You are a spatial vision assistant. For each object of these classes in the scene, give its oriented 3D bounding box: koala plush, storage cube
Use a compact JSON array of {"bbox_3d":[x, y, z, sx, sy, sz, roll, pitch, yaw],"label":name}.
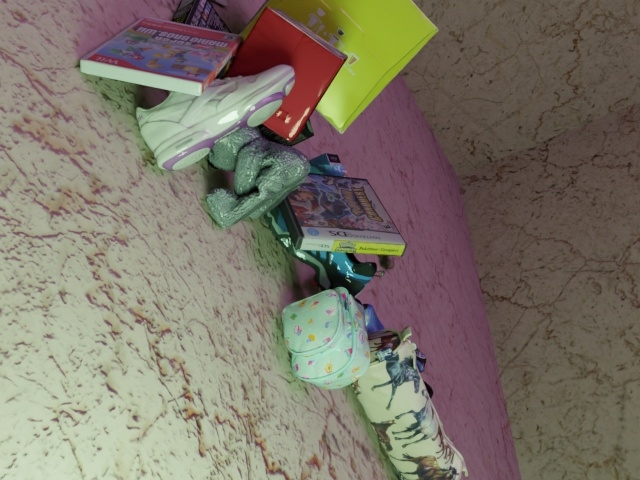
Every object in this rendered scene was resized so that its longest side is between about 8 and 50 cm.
[{"bbox_3d":[-0.151,-0.175,1.281,0.221,0.203,0.196,56,23,4],"label":"koala plush"},{"bbox_3d":[-0.072,-0.342,1.307,0.184,0.193,0.215,33,17,-6],"label":"storage cube"}]

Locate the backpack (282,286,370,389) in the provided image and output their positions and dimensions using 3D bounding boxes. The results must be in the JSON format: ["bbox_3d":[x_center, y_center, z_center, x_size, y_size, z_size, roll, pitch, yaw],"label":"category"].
[{"bbox_3d":[0.012,0.202,1.299,0.144,0.166,0.188,39,35,-56],"label":"backpack"}]

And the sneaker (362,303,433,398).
[{"bbox_3d":[0.197,0.298,1.673,0.330,0.147,0.130,60,23,-18],"label":"sneaker"}]

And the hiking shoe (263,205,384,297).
[{"bbox_3d":[0.000,0.000,1.437,0.304,0.132,0.113,48,12,4],"label":"hiking shoe"}]

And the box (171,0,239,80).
[{"bbox_3d":[-0.246,-0.400,1.414,0.216,0.060,0.270,52,27,-37],"label":"box"}]

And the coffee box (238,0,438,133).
[{"bbox_3d":[0.029,-0.526,1.596,0.338,0.338,0.334,41,12,-17],"label":"coffee box"}]

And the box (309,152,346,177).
[{"bbox_3d":[0.050,-0.130,1.849,0.100,0.060,0.244,-11,80,-68],"label":"box"}]

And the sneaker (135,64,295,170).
[{"bbox_3d":[-0.186,-0.256,1.142,0.152,0.305,0.114,56,-15,6],"label":"sneaker"}]

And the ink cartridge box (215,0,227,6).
[{"bbox_3d":[-0.296,-0.708,1.505,0.353,0.119,0.207,-13,81,-68],"label":"ink cartridge box"}]

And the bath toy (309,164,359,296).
[{"bbox_3d":[0.011,-0.017,1.570,0.129,0.151,0.348,-1,70,-28],"label":"bath toy"}]

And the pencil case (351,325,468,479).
[{"bbox_3d":[0.209,0.415,1.543,0.410,0.184,0.160,64,21,-11],"label":"pencil case"}]

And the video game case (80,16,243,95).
[{"bbox_3d":[-0.271,-0.338,1.143,0.285,0.204,0.025,-76,177,-56],"label":"video game case"}]

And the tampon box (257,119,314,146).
[{"bbox_3d":[-0.106,-0.322,1.609,0.161,0.101,0.120,23,49,-61],"label":"tampon box"}]

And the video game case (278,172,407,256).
[{"bbox_3d":[0.032,-0.067,1.413,0.248,0.035,0.275,4,36,-22],"label":"video game case"}]

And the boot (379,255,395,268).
[{"bbox_3d":[0.214,0.040,2.110,0.087,0.042,0.118,20,52,-70],"label":"boot"}]
